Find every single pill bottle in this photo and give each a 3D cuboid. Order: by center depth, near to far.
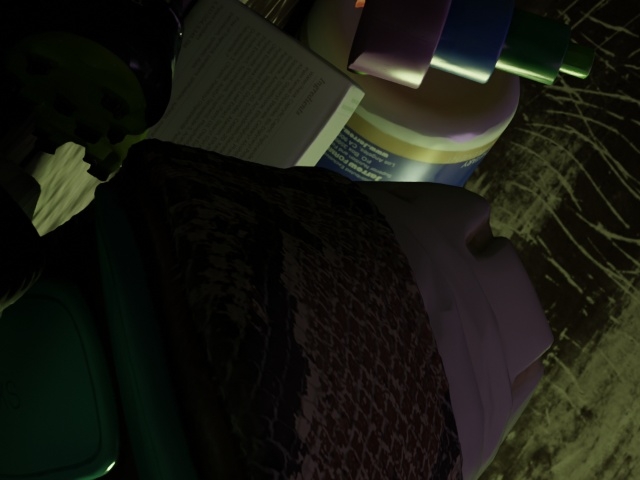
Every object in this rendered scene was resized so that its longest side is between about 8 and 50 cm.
[{"bbox_3d":[0.015,-0.052,1.323,0.153,0.153,0.265,-50,176,-45],"label":"pill bottle"}]

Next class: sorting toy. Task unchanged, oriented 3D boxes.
[{"bbox_3d":[0.088,-0.137,0.982,0.365,0.126,0.127,-82,-170,-72],"label":"sorting toy"}]

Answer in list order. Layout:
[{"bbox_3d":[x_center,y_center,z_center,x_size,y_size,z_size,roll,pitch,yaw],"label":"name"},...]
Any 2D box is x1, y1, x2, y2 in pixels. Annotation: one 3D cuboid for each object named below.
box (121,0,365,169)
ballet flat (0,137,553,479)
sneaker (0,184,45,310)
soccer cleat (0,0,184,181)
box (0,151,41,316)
[{"bbox_3d":[-0.042,-0.061,0.948,0.102,0.087,0.101,-53,177,4],"label":"box"},{"bbox_3d":[-0.024,0.040,0.700,0.182,0.164,0.483,-13,-178,-17],"label":"ballet flat"},{"bbox_3d":[-0.151,0.023,0.486,0.081,0.080,0.211,-48,170,30],"label":"sneaker"},{"bbox_3d":[-0.078,-0.070,0.692,0.072,0.060,0.179,-63,-176,-8],"label":"soccer cleat"},{"bbox_3d":[-0.186,0.078,0.644,0.183,0.056,0.231,-51,176,-32],"label":"box"}]
